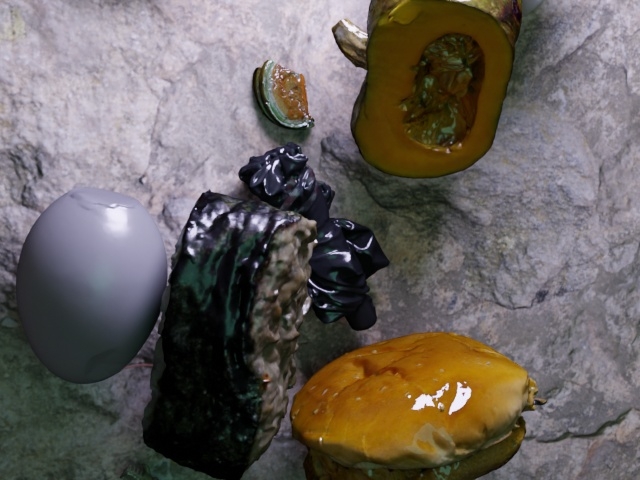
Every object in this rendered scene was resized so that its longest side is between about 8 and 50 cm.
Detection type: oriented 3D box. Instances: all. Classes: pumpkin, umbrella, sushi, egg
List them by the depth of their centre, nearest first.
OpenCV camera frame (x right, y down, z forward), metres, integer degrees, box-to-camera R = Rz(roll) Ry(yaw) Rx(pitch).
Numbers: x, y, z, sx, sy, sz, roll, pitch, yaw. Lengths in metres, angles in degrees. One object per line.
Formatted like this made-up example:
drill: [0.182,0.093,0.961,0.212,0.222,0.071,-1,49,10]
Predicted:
egg: [-0.271,0.056,1.525,0.176,0.176,0.232,9,95,-22]
sushi: [-0.107,0.116,1.556,0.170,0.211,0.350,12,104,3]
pumpkin: [0.119,-0.217,1.590,0.221,0.139,0.317,8,137,-3]
umbrella: [0.000,-0.001,1.666,0.272,0.110,0.122,58,42,-18]

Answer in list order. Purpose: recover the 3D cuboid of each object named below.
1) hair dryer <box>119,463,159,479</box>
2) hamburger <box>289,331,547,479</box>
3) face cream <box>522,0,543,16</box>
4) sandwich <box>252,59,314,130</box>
hair dryer: [-0.159,0.465,1.681,0.298,0.119,0.296,19,93,-7]
hamburger: [0.119,0.224,1.638,0.314,0.290,0.170,-19,107,-20]
face cream: [0.213,-0.413,1.632,0.179,0.218,0.218,27,87,-21]
sandwich: [-0.047,-0.187,1.662,0.069,0.026,0.101,-19,103,-17]
